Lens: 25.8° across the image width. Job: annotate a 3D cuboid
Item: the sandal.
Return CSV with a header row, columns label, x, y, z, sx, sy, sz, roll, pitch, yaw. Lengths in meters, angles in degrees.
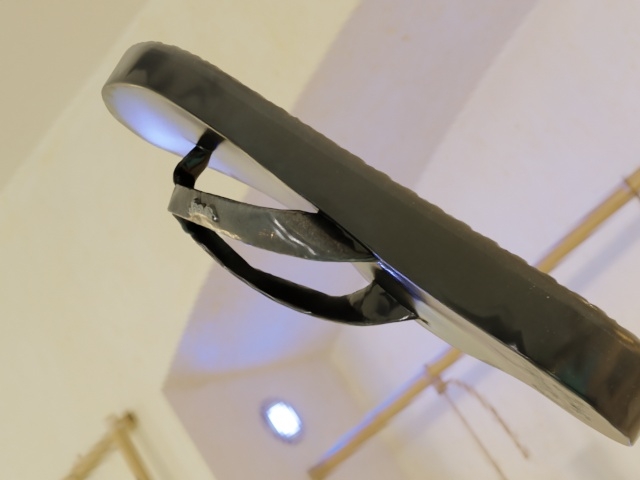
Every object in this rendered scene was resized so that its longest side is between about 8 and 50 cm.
label,x,y,z,sx,sy,sz,roll,pitch,yaw
sandal,0.000,0.000,0.483,0.054,0.254,0.097,-54,-38,-4
